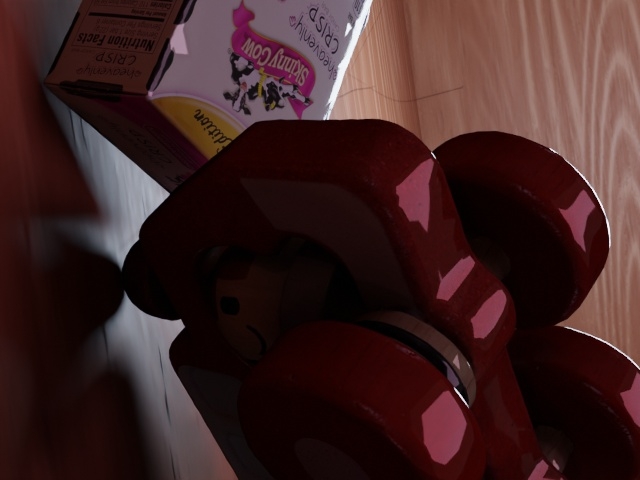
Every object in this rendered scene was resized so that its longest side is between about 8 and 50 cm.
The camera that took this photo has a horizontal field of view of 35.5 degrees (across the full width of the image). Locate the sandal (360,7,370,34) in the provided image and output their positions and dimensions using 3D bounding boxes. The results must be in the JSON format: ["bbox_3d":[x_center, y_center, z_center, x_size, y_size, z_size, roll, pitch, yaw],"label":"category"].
[{"bbox_3d":[-0.009,-0.328,1.040,0.076,0.102,0.265,-68,146,-63],"label":"sandal"}]

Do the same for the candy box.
[{"bbox_3d":[-0.040,-0.143,0.566,0.159,0.071,0.233,45,61,-57],"label":"candy box"}]

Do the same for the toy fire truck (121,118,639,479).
[{"bbox_3d":[0.012,0.076,0.509,0.169,0.254,0.302,-51,129,-35],"label":"toy fire truck"}]
